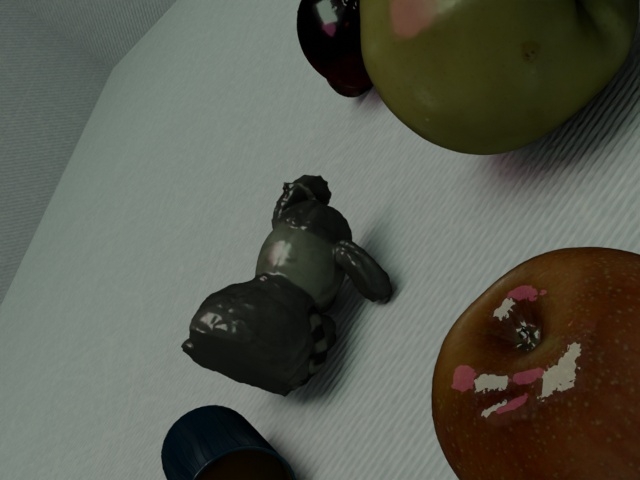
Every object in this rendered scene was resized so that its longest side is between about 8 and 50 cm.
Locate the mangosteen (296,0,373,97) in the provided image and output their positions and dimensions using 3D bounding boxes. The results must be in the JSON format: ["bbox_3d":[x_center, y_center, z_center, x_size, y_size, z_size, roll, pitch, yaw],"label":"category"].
[{"bbox_3d":[0.050,-0.294,1.321,0.200,0.200,0.199,-42,28,29],"label":"mangosteen"}]

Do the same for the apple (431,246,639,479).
[{"bbox_3d":[0.168,0.095,0.611,0.201,0.162,0.201,-44,26,28],"label":"apple"}]

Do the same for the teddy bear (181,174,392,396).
[{"bbox_3d":[-0.017,0.064,1.044,0.171,0.144,0.251,29,66,32],"label":"teddy bear"}]

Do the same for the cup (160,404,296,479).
[{"bbox_3d":[-0.110,0.257,0.978,0.150,0.113,0.138,-56,23,-4],"label":"cup"}]

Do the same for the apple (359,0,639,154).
[{"bbox_3d":[0.165,-0.217,0.899,0.262,0.262,0.262,-42,28,29],"label":"apple"}]
